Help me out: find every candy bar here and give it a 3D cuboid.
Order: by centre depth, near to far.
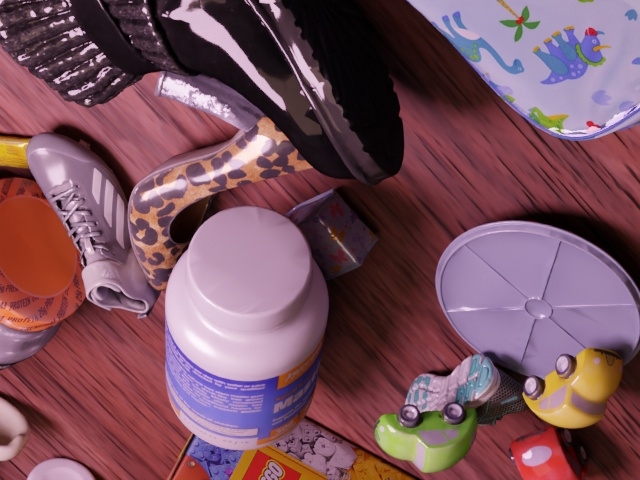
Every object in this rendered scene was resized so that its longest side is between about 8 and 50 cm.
[{"bbox_3d":[-0.345,-0.095,1.824,0.161,0.018,0.040,8,128,21],"label":"candy bar"}]

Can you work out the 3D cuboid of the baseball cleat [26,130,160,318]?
[{"bbox_3d":[-0.221,-0.011,1.771,0.072,0.109,0.206,-27,117,30],"label":"baseball cleat"}]

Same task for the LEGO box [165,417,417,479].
[{"bbox_3d":[-0.055,0.441,2.025,0.372,0.193,0.500,29,135,0],"label":"LEGO box"}]

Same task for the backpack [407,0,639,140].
[{"bbox_3d":[0.169,-0.246,1.303,0.355,0.273,0.290,38,129,-26],"label":"backpack"}]

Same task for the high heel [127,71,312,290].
[{"bbox_3d":[-0.080,-0.030,1.692,0.186,0.093,0.261,23,126,15],"label":"high heel"}]

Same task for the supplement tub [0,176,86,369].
[{"bbox_3d":[-0.392,0.058,1.858,0.316,0.193,0.193,-24,115,40],"label":"supplement tub"}]

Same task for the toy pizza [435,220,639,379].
[{"bbox_3d":[0.205,0.053,1.671,0.201,0.032,0.201,15,137,14],"label":"toy pizza"}]

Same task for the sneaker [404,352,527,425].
[{"bbox_3d":[0.142,0.163,1.774,0.076,0.065,0.166,23,156,-23],"label":"sneaker"}]

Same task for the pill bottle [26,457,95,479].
[{"bbox_3d":[-0.317,0.332,2.136,0.086,0.086,0.152,26,135,3],"label":"pill bottle"}]

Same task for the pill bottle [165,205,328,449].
[{"bbox_3d":[-0.070,0.081,1.700,0.152,0.152,0.272,23,153,7],"label":"pill bottle"}]

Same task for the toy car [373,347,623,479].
[{"bbox_3d":[0.164,0.188,1.706,0.225,0.053,0.239,-4,144,-7],"label":"toy car"}]

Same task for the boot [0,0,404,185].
[{"bbox_3d":[-0.108,-0.159,1.553,0.260,0.131,0.348,-28,100,30],"label":"boot"}]

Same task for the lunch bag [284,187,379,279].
[{"bbox_3d":[0.000,0.000,1.714,0.071,0.053,0.083,49,141,-17],"label":"lunch bag"}]

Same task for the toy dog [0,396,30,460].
[{"bbox_3d":[-0.573,0.342,2.087,0.395,0.284,0.408,30,119,23],"label":"toy dog"}]
